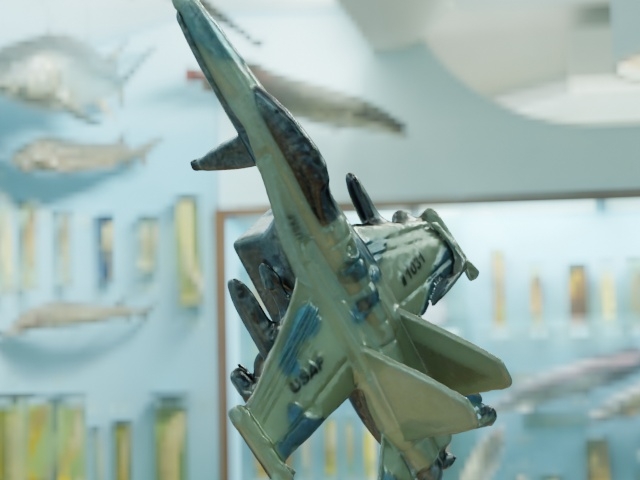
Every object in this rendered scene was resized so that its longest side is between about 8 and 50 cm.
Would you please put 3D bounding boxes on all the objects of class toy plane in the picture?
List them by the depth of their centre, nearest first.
[{"bbox_3d":[-0.007,0.004,0.842,0.088,0.262,0.192,-29,9,44],"label":"toy plane"}]
